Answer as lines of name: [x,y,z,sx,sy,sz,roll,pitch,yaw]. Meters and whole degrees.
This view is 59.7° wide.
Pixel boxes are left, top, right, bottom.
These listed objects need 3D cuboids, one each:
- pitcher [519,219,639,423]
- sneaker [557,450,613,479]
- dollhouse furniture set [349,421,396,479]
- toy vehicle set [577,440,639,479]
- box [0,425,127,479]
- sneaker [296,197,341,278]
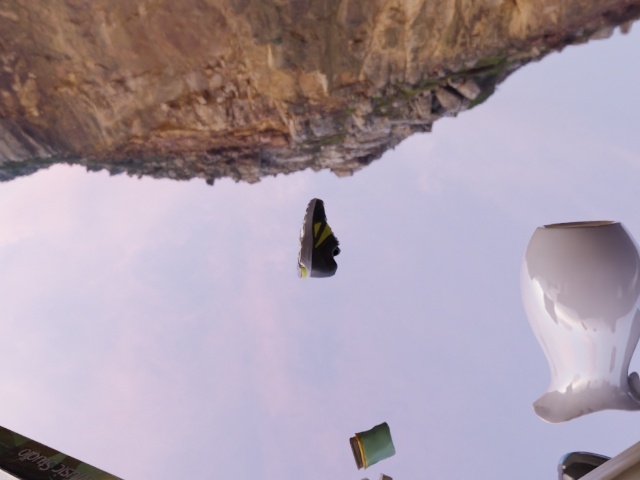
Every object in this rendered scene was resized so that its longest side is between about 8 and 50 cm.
pitcher: [0.310,0.082,0.596,0.177,0.207,0.125,-5,-176,13]
sneaker: [0.423,0.410,0.672,0.139,0.125,0.341,-38,-114,-20]
dollhouse furniture set: [0.105,0.389,0.925,0.076,0.152,0.058,-17,-177,-13]
toy vehicle set: [0.172,0.208,0.276,0.266,0.035,0.166,-29,-109,-5]
box: [-0.299,0.338,0.609,0.321,0.233,0.058,4,-165,30]
sneaker: [0.000,0.000,0.475,0.035,0.031,0.083,11,-127,-6]
